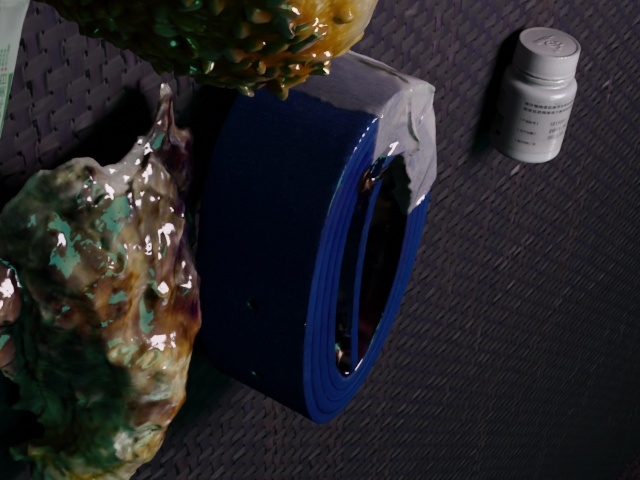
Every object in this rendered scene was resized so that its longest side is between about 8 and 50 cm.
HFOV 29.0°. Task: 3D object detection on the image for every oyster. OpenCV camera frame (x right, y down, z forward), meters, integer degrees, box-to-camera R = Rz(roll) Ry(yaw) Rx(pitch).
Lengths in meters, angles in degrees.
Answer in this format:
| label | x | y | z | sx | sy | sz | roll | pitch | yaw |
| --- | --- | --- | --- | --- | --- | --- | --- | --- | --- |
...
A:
| label | x | y | z | sx | sy | sz | roll | pitch | yaw |
| --- | --- | --- | --- | --- | --- | --- | --- | --- | --- |
| oyster | -0.148 | 0.046 | 0.883 | 0.275 | 0.100 | 0.271 | -49 | 140 | -11 |

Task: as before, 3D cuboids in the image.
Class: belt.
| label | x | y | z | sx | sy | sz | roll | pitch | yaw |
| --- | --- | --- | --- | --- | --- | --- | --- | --- | --- |
| belt | 0.000 | 0.000 | 1.031 | 0.212 | 0.117 | 0.347 | -46 | 153 | -39 |

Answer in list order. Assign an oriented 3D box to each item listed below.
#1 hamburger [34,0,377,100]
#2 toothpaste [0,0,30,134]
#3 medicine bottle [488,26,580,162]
| label | x | y | z | sx | sy | sz | roll | pitch | yaw |
| --- | --- | --- | --- | --- | --- | --- | --- | --- | --- |
| hamburger | -0.068 | -0.204 | 0.566 | 0.225 | 0.291 | 0.291 | -60 | 153 | -5 |
| toothpaste | -0.215 | -0.046 | 0.741 | 0.064 | 0.041 | 0.218 | -26 | 137 | -63 |
| medicine bottle | 0.230 | -0.155 | 1.322 | 0.080 | 0.080 | 0.130 | -33 | 142 | -40 |
